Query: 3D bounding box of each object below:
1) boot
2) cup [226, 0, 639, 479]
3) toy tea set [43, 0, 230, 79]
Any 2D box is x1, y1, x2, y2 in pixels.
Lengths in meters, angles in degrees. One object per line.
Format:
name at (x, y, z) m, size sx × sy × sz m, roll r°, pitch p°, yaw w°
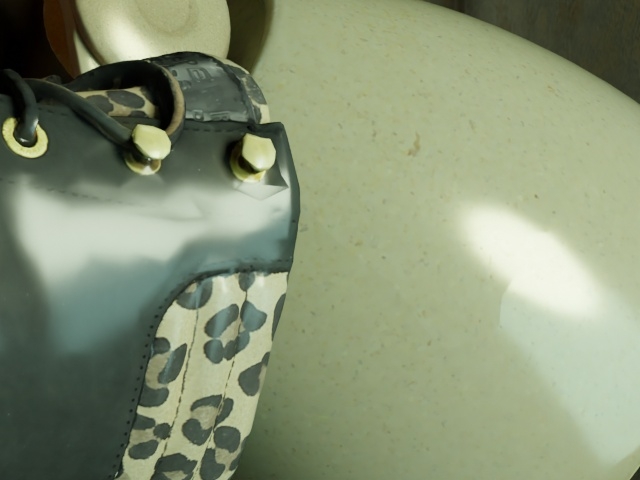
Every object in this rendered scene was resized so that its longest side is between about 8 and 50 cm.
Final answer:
boot at (-0.144, -0.051, 0.510) m, size 0.284 × 0.138 × 0.377 m, roll 1°, pitch 96°, yaw -43°
cup at (0.000, 0.000, 0.836) m, size 0.237 × 0.331 × 0.331 m, roll 38°, pitch 65°, yaw -29°
toy tea set at (-0.163, -0.110, 0.717) m, size 0.336 × 0.124 × 0.200 m, roll -35°, pitch 99°, yaw -45°
